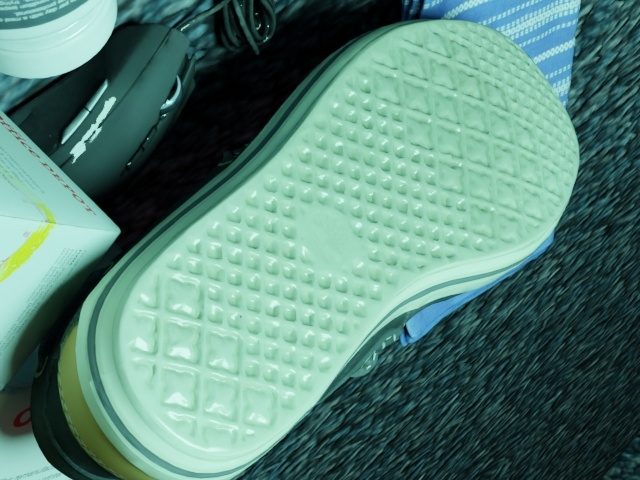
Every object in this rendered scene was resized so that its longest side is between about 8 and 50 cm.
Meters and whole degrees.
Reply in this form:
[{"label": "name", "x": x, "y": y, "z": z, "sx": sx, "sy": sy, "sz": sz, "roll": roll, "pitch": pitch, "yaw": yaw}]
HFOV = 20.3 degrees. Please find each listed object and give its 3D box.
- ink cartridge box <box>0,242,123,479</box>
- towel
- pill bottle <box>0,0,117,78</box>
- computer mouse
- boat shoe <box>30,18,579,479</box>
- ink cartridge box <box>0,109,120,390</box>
[{"label": "ink cartridge box", "x": -0.228, "y": 0.145, "z": 1.209, "sx": 0.201, "sy": 0.117, "sz": 0.278, "roll": -12, "pitch": 139, "yaw": -54}, {"label": "towel", "x": 0.135, "y": -0.101, "z": 1.395, "sx": 0.243, "sy": 0.040, "sz": 0.336, "roll": -28, "pitch": 132, "yaw": -45}, {"label": "pill bottle", "x": -0.151, "y": -0.160, "z": 0.859, "sx": 0.108, "sy": 0.108, "sz": 0.180, "roll": -39, "pitch": 156, "yaw": -17}, {"label": "computer mouse", "x": -0.118, "y": -0.097, "z": 1.078, "sx": 0.262, "sy": 0.060, "sz": 0.184, "roll": -40, "pitch": 157, "yaw": -17}, {"label": "boat shoe", "x": 0.000, "y": 0.000, "z": 1.145, "sx": 0.156, "sy": 0.186, "sz": 0.500, "roll": -31, "pitch": -174, "yaw": 46}, {"label": "ink cartridge box", "x": -0.224, "y": -0.004, "z": 0.959, "sx": 0.127, "sy": 0.128, "sz": 0.176, "roll": -52, "pitch": 156, "yaw": 13}]
